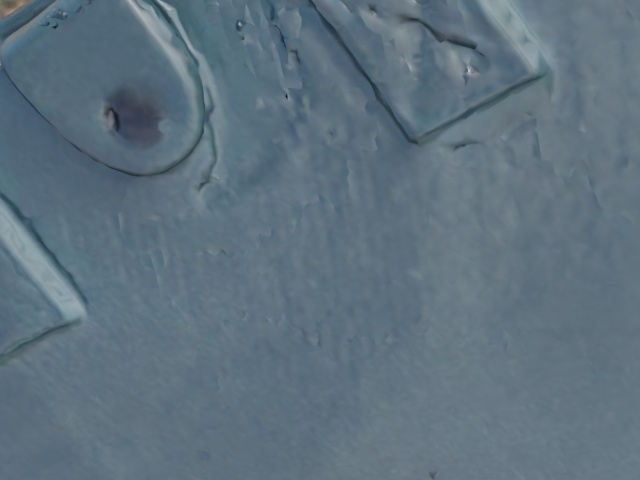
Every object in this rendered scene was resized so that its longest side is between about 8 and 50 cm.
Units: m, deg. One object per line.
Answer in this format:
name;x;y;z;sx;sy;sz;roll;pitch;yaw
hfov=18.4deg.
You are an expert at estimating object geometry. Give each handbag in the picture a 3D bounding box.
handbag;0.000;0.000;0.405;0.229;0.062;0.179;-26;116;31
